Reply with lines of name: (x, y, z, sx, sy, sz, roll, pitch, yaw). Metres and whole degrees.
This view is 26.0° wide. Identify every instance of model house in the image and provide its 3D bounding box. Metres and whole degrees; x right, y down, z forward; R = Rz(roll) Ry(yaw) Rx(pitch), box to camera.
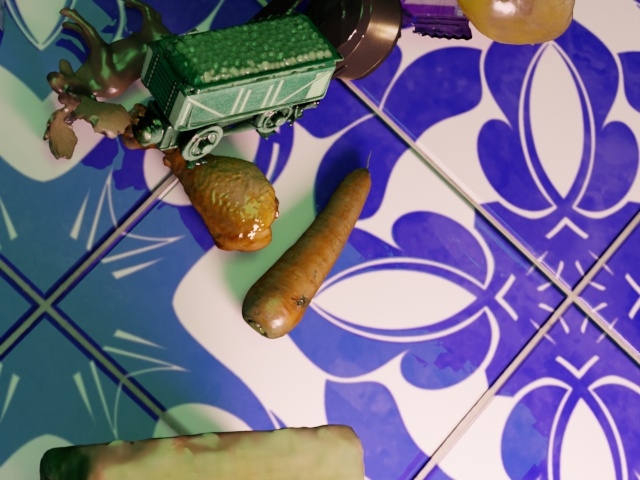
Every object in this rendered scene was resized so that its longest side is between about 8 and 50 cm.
model house: (-0.131, 0.396, 1.517, 0.335, 0.382, 0.342, -4, 77, -13)

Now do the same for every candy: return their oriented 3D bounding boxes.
candy: (0.141, -0.408, 1.903, 0.145, 0.070, 0.275, 2, 79, -31)

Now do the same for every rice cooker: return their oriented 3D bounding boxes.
rice cooker: (0.038, -0.274, 1.814, 0.106, 0.165, 0.112, 4, 68, -24)

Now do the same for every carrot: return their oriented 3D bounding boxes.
carrot: (0.000, 0.000, 1.798, 0.078, 0.078, 0.298, 36, 69, -4)

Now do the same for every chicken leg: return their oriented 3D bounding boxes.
chicken leg: (-0.153, -0.085, 1.771, 0.251, 0.087, 0.107, 39, 61, 4)

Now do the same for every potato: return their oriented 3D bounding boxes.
potato: (0.268, -0.346, 1.878, 0.200, 0.137, 0.154, 3, 72, -49)

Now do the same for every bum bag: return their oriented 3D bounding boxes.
bum bag: (-0.047, -0.320, 1.831, 0.159, 0.109, 0.026, -47, 114, -17)

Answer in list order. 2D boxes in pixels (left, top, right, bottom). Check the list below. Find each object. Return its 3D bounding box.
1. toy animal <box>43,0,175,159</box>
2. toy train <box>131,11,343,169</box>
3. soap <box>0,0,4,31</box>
toy animal: (-0.273, -0.214, 1.761, 0.214, 0.094, 0.186, -24, 83, -14)
toy train: (-0.111, -0.190, 1.720, 0.269, 0.154, 0.115, -16, 54, -33)
soap: (-0.538, -0.312, 1.728, 0.293, 0.077, 0.156, -13, 81, -15)
